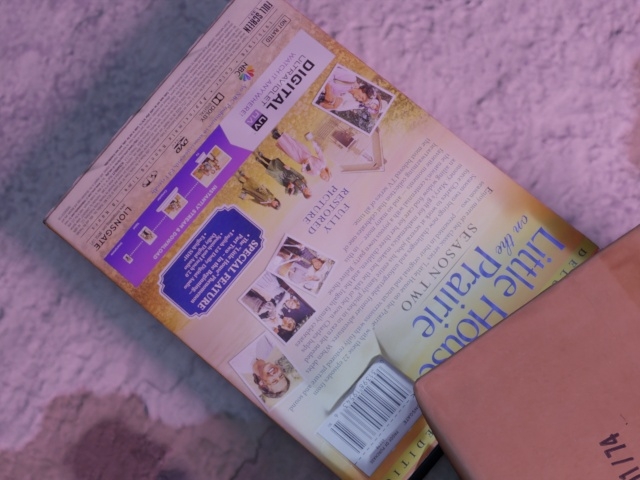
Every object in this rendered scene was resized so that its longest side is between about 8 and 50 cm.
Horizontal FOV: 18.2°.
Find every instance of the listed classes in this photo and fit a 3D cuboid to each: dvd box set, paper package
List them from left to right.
[{"bbox_3d":[0.000,0.000,1.812,0.420,0.062,0.307,39,87,16],"label":"dvd box set"},{"bbox_3d":[0.286,0.181,1.611,0.309,0.168,0.325,-34,52,-2],"label":"paper package"}]
